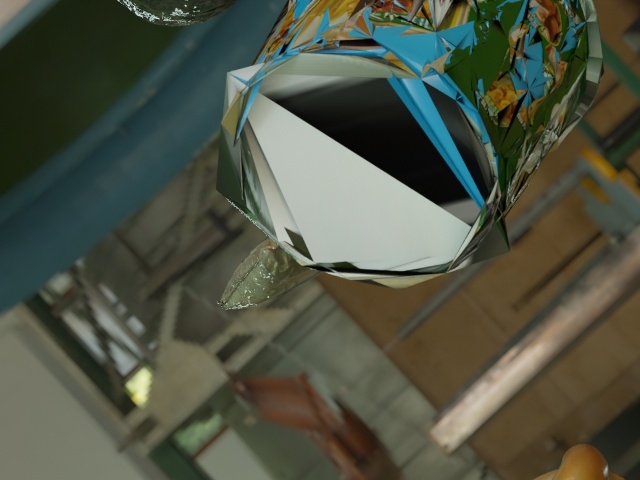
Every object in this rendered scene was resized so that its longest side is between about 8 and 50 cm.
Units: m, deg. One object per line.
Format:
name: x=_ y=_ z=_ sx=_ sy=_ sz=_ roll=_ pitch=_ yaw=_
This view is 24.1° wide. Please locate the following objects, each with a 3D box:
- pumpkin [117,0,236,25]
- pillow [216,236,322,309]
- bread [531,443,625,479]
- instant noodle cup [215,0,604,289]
pumpkin: x=-0.103 y=-0.261 z=1.189 sx=0.146 sy=0.190 sz=0.190 roll=30 pitch=-171 yaw=-25
pillow: x=0.000 y=0.000 z=2.056 sx=0.075 sy=0.302 sz=0.185 roll=55 pitch=147 yaw=11
bread: x=0.315 y=0.371 z=1.662 sx=0.315 sy=0.211 sz=0.270 roll=79 pitch=174 yaw=-61
instant noodle cup: x=0.056 y=-0.093 z=0.995 sx=0.240 sy=0.240 sz=0.178 roll=47 pitch=-139 yaw=-13
